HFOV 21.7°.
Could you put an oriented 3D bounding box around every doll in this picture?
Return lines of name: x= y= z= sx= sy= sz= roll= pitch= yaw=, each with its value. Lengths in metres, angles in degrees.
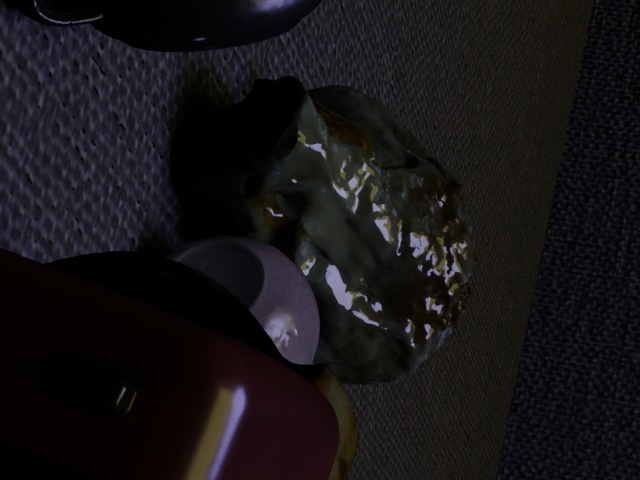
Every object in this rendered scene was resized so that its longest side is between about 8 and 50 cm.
doll: x=-0.056 y=0.118 z=1.356 sx=0.287 sy=0.151 sz=0.151 roll=73 pitch=29 yaw=-49

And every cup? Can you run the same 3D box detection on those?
cup: x=-0.101 y=-0.212 z=1.064 sx=0.223 sy=0.169 sz=0.176 roll=-21 pitch=119 yaw=-36

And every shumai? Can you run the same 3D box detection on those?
shumai: x=0.000 y=0.000 z=1.378 sx=0.272 sy=0.222 sz=0.203 roll=54 pitch=14 yaw=3

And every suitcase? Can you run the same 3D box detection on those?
suitcase: x=-0.153 y=0.087 z=0.751 sx=0.236 sy=0.297 sz=0.161 roll=44 pitch=65 yaw=-72

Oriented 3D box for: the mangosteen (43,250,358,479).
mangosteen: x=-0.105 y=0.144 z=0.972 sx=0.233 sy=0.287 sz=0.287 roll=65 pitch=37 yaw=-54
